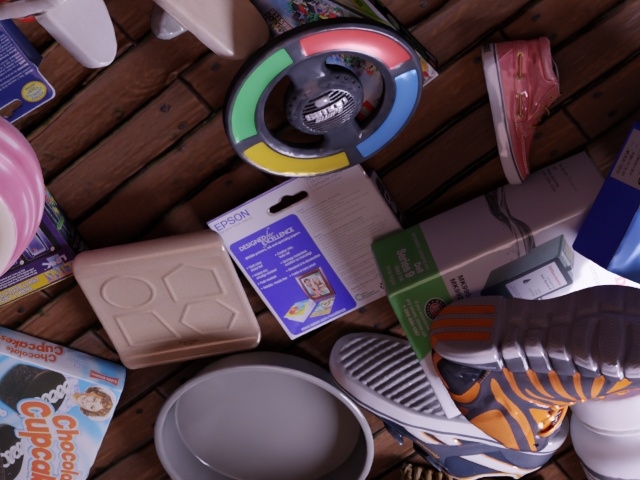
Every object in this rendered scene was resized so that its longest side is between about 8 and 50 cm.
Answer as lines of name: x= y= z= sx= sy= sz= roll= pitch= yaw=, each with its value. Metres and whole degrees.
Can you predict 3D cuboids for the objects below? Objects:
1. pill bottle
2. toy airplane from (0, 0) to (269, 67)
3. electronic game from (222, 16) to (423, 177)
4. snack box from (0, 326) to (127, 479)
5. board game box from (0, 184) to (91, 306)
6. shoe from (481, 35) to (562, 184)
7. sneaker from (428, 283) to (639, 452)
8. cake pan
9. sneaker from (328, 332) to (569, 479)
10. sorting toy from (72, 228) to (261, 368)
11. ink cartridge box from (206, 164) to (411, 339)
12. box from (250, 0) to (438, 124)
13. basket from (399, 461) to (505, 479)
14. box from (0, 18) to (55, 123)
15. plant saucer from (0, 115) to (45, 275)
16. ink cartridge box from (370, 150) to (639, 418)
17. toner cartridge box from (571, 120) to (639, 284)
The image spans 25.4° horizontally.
pill bottle: x=0.440 y=0.278 z=1.820 sx=0.204 sy=0.204 sz=0.361 roll=-18 pitch=120 yaw=13
toy airplane: x=-0.214 y=-0.360 z=1.402 sx=0.384 sy=0.272 sz=0.386 roll=-9 pitch=112 yaw=-30
electronic game: x=0.004 y=-0.154 z=1.568 sx=0.229 sy=0.048 sz=0.229 roll=-12 pitch=141 yaw=-10
snack box: x=-0.400 y=0.276 z=1.931 sx=0.187 sy=0.060 sz=0.322 roll=19 pitch=121 yaw=-10
board game box: x=-0.395 y=0.003 z=1.767 sx=0.170 sy=0.048 sz=0.141 roll=-22 pitch=121 yaw=15
shoe: x=0.240 y=-0.149 z=1.638 sx=0.081 sy=0.063 sz=0.178 roll=-9 pitch=116 yaw=12
sneaker: x=0.292 y=0.151 z=1.613 sx=0.321 sy=0.124 sz=0.180 roll=2 pitch=134 yaw=23
cake pan: x=-0.074 y=0.258 z=1.899 sx=0.293 sy=0.054 sz=0.293 roll=2 pitch=128 yaw=3
sneaker: x=0.150 y=0.230 z=1.846 sx=0.321 sy=0.126 sz=0.127 roll=21 pitch=134 yaw=-2
sorting toy: x=-0.190 y=0.073 z=1.793 sx=0.193 sy=0.038 sz=0.208 roll=-10 pitch=134 yaw=8
ink cartridge box: x=0.000 y=0.000 z=1.752 sx=0.206 sy=0.045 sz=0.208 roll=-26 pitch=120 yaw=16
box: x=0.026 y=-0.231 z=1.610 sx=0.114 sy=0.036 sz=0.207 roll=-38 pitch=114 yaw=23
basket: x=0.196 y=0.477 z=1.896 sx=0.223 sy=0.299 sz=0.213 roll=9 pitch=122 yaw=-4
box: x=-0.419 y=-0.228 z=1.627 sx=0.136 sy=0.036 sz=0.225 roll=-28 pitch=116 yaw=19
plant saucer: x=-0.475 y=-0.021 z=1.606 sx=0.332 sy=0.084 sz=0.332 roll=-13 pitch=140 yaw=-11
ink cartridge box: x=0.236 y=0.053 z=1.707 sx=0.289 sy=0.121 sz=0.211 roll=-25 pitch=120 yaw=5
toner cartridge box: x=0.469 y=0.002 z=1.638 sx=0.348 sy=0.075 sz=0.165 roll=20 pitch=102 yaw=-29
